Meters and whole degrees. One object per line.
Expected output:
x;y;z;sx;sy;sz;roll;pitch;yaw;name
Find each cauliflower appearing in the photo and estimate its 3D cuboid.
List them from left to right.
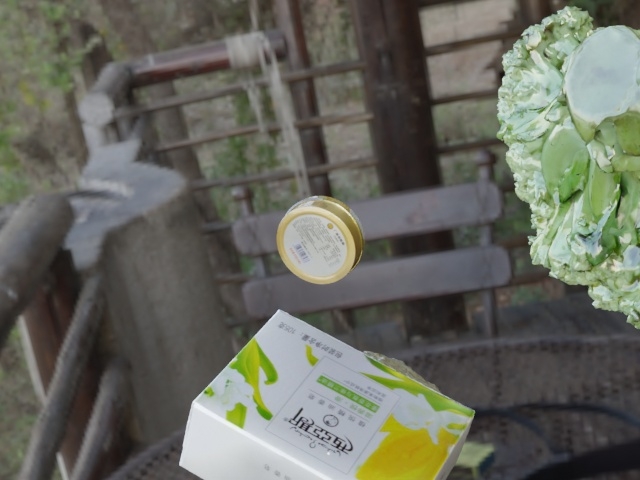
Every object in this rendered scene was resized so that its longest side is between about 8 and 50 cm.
0.259;-0.069;0.942;0.275;0.272;0.250;-2;-21;28;cauliflower

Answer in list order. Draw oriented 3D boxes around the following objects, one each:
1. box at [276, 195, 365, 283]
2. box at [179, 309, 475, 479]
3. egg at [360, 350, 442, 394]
0.000;0.000;1.443;0.106;0.105;0.037;-4;22;25;box
0.009;0.215;1.312;0.260;0.111;0.194;28;39;12;box
0.060;0.291;1.726;0.279;0.279;0.310;-2;-15;31;egg
